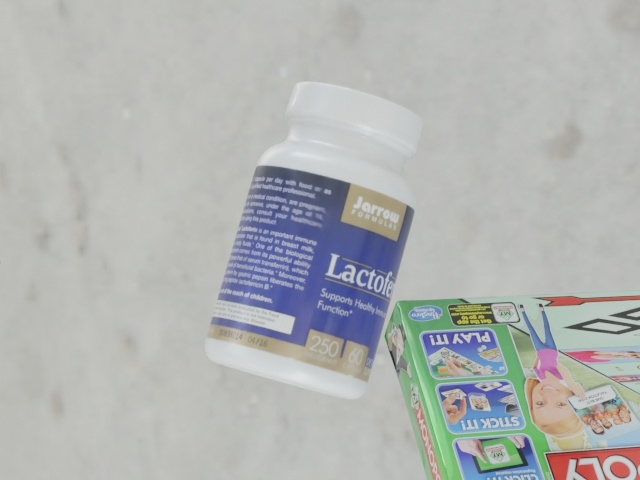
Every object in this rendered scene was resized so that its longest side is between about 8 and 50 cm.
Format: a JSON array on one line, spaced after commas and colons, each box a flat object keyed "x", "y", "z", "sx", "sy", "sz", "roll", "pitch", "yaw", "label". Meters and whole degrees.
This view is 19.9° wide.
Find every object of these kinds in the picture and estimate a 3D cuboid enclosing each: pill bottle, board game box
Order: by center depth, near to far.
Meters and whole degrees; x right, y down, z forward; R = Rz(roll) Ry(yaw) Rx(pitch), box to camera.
[{"x": 0.226, "y": 0.131, "z": 1.353, "sx": 0.046, "sy": 0.317, "sz": 0.213, "roll": 103, "pitch": 159, "yaw": -45, "label": "board game box"}, {"x": 0.000, "y": 0.000, "z": 1.658, "sx": 0.153, "sy": 0.153, "sz": 0.265, "roll": 8, "pitch": 81, "yaw": 56, "label": "pill bottle"}]
